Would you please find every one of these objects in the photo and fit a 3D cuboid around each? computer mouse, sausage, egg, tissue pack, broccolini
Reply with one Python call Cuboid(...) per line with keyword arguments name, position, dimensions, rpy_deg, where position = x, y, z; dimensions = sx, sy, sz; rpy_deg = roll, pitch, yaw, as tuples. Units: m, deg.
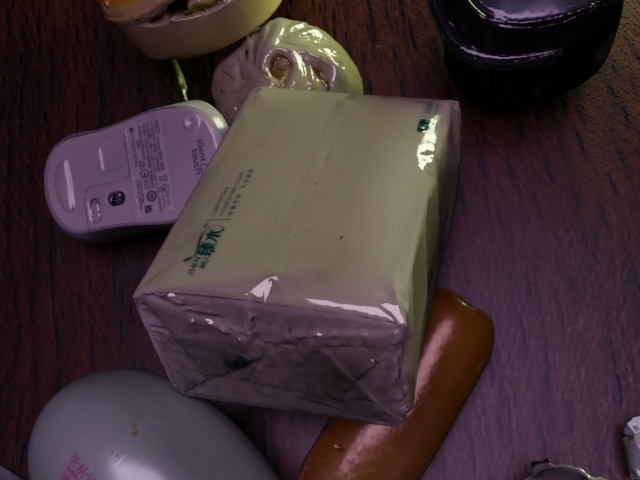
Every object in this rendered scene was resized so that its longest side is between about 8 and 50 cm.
Cuboid(name="computer mouse", position=(-0.249, -0.089, 1.025), dimensions=(0.296, 0.121, 0.184), rpy_deg=(-15, 83, 12))
Cuboid(name="sausage", position=(0.086, 0.225, 0.877), dimensions=(0.134, 0.116, 0.354), rpy_deg=(34, 81, -9))
Cuboid(name="egg", position=(-0.177, 0.300, 0.835), dimensions=(0.370, 0.230, 0.230), rpy_deg=(34, 80, 14))
Cuboid(name="tissue pack", position=(0.000, 0.000, 0.846), dimensions=(0.296, 0.207, 0.381), rpy_deg=(4, 45, 15))
Cuboid(name="broccolini", position=(-0.215, -0.213, 1.123), dimensions=(0.057, 0.071, 0.255), rpy_deg=(-45, 55, 38))

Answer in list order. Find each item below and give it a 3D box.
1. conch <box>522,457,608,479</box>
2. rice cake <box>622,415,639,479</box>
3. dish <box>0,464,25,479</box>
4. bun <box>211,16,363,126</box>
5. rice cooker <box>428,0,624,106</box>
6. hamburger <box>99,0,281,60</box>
Cuboid(name="conch", position=(0.265, 0.393, 0.775), dimensions=(0.148, 0.182, 0.275), rpy_deg=(34, 86, -24))
Cuboid(name="rice cake", position=(0.500, 0.215, 0.845), dimensions=(0.290, 0.051, 0.081), rpy_deg=(-16, 79, 2))
Cuboid(name="dish", position=(-0.462, 0.406, 0.925), dimensions=(0.229, 0.081, 0.230), rpy_deg=(-3, 72, 8))
Cuboid(name="bun", position=(-0.054, -0.229, 1.043), dimensions=(0.230, 0.133, 0.231), rpy_deg=(-2, 73, 7))
Cuboid(name="rice cooker", position=(0.272, -0.319, 0.969), dimensions=(0.267, 0.224, 0.267), rpy_deg=(-2, 73, 7))
Cuboid(name="hamburger", position=(-0.191, -0.403, 1.057), dimensions=(0.300, 0.176, 0.300), rpy_deg=(-16, 43, 16))
